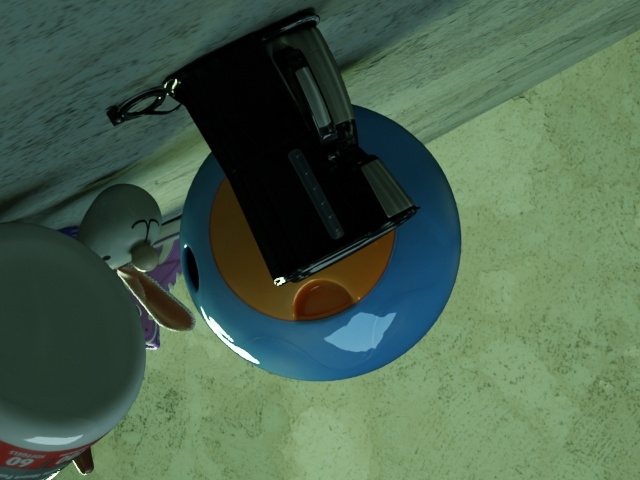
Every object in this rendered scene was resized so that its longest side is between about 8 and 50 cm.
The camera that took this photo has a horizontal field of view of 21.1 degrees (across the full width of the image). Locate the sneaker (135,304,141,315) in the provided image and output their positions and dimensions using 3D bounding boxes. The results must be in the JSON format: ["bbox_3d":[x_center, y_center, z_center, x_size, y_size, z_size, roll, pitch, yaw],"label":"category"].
[{"bbox_3d":[-0.238,0.099,1.976,0.083,0.032,0.037,-27,178,34],"label":"sneaker"}]

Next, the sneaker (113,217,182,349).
[{"bbox_3d":[-0.243,0.071,2.512,0.282,0.161,0.102,-27,177,-22],"label":"sneaker"}]

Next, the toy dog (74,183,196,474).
[{"bbox_3d":[-0.239,0.111,1.739,0.220,0.161,0.334,-25,153,-26],"label":"toy dog"}]

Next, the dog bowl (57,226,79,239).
[{"bbox_3d":[-0.370,0.087,1.963,0.265,0.104,0.265,-26,179,-1],"label":"dog bowl"}]

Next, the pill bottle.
[{"bbox_3d":[-0.328,0.151,1.562,0.210,0.210,0.363,-25,169,-44],"label":"pill bottle"}]

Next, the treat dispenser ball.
[{"bbox_3d":[0.000,0.000,1.756,0.288,0.288,0.288,-26,178,-1],"label":"treat dispenser ball"}]

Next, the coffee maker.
[{"bbox_3d":[-0.038,-0.057,1.302,0.171,0.178,0.120,-27,178,14],"label":"coffee maker"}]
